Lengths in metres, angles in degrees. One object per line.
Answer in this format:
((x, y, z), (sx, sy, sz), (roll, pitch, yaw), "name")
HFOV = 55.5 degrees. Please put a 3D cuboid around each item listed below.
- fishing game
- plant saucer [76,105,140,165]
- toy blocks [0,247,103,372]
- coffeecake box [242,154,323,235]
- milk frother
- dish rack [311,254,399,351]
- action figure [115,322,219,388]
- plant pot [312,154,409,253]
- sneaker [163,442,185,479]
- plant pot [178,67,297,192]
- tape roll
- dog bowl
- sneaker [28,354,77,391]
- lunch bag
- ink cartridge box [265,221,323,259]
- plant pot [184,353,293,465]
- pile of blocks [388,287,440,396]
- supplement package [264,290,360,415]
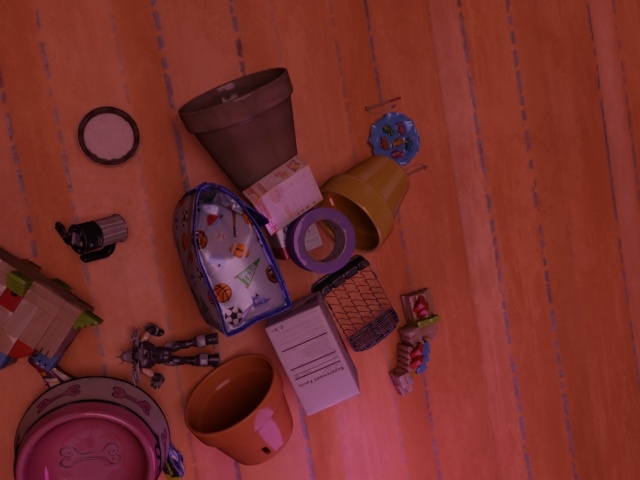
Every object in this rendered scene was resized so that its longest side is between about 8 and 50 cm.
((0.248, -0.332, 1.993), (0.189, 0.041, 0.264), (-21, 97, -20), "fishing game")
((-0.596, -0.293, 1.717), (0.169, 0.029, 0.168), (0, 91, -18), "plant saucer")
((-0.790, 0.210, 1.570), (0.381, 0.191, 0.261), (33, 89, -2), "toy blocks")
((-0.101, -0.124, 1.689), (0.185, 0.068, 0.142), (-35, 138, -9), "coffeecake box")
((-0.634, -0.026, 1.676), (0.143, 0.129, 0.135), (48, 37, 15), "milk frother")
((0.122, 0.207, 1.940), (0.208, 0.074, 0.271), (-33, 102, -14), "dish rack")
((-0.433, 0.326, 1.732), (0.285, 0.099, 0.185), (0, 82, -23), "action figure")
((0.143, -0.130, 1.863), (0.254, 0.254, 0.239), (49, 62, -13), "plant pot")
((-0.436, 0.629, 1.768), (0.053, 0.059, 0.144), (-23, 84, 16), "sneaker")
((-0.198, -0.298, 1.727), (0.323, 0.323, 0.280), (-28, 115, -16), "plant pot")
((0.000, 0.000, 1.757), (0.189, 0.080, 0.188), (-1, 92, -20), "tape roll")
((-0.609, 0.578, 1.616), (0.408, 0.150, 0.407), (-3, 102, -12), "dog bowl")
((-0.729, 0.388, 1.657), (0.185, 0.069, 0.084), (39, 78, -13), "sneaker")
((-0.265, 0.033, 1.673), (0.239, 0.328, 0.385), (-25, 96, -21), "lunch bag")
((-0.094, -0.047, 1.833), (0.128, 0.127, 0.176), (-23, 97, -16), "ink cartridge box")
((-0.211, 0.497, 1.738), (0.291, 0.291, 0.203), (-37, 119, -15), "plant pot")
((0.327, 0.335, 1.985), (0.149, 0.113, 0.362), (10, 88, -18), "pile of blocks")
((-0.020, 0.330, 1.813), (0.175, 0.177, 0.292), (-24, 99, 4), "supplement package")
